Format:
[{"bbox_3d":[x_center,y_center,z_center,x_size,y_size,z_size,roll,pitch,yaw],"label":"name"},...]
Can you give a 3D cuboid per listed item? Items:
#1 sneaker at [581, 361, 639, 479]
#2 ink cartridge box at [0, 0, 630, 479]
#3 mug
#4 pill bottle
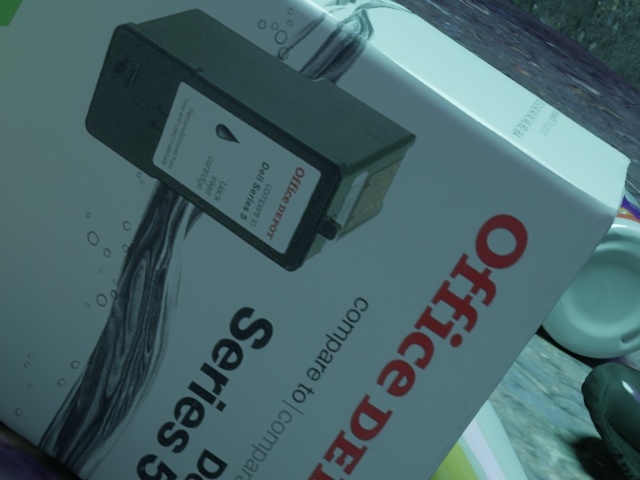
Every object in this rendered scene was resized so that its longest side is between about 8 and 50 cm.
[{"bbox_3d":[0.291,0.131,0.895,0.286,0.130,0.109,27,19,-18],"label":"sneaker"},{"bbox_3d":[-0.049,-0.017,0.552,0.273,0.198,0.115,34,16,5],"label":"ink cartridge box"},{"bbox_3d":[0.061,0.118,0.652,0.064,0.078,0.062,57,-6,35],"label":"mug"},{"bbox_3d":[0.206,0.007,1.129,0.108,0.108,0.193,30,16,-10],"label":"pill bottle"}]
